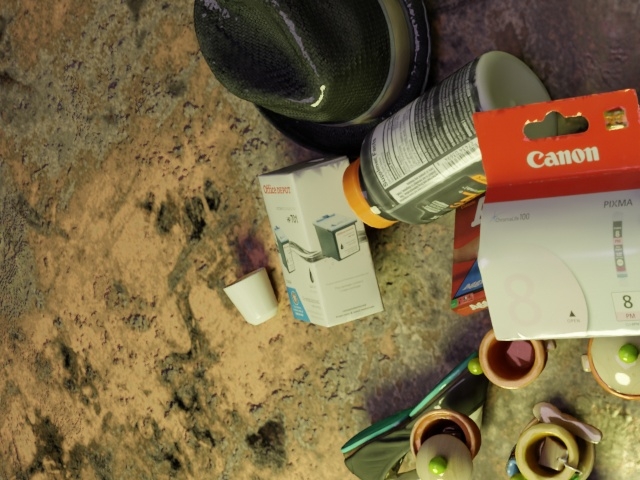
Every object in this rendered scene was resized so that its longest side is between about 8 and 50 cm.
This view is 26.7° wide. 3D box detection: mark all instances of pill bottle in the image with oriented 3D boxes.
[{"bbox_3d":[0.133,-0.100,1.503,0.246,0.130,0.130,-31,82,42],"label":"pill bottle"}]

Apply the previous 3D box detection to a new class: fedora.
[{"bbox_3d":[-0.037,-0.240,1.591,0.334,0.152,0.334,14,112,38],"label":"fedora"}]

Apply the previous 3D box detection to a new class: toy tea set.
[{"bbox_3d":[0.235,0.156,1.431,0.200,0.124,0.336,41,102,19],"label":"toy tea set"}]

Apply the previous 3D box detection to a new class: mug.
[{"bbox_3d":[-0.086,0.076,1.806,0.062,0.078,0.064,-28,94,10],"label":"mug"}]

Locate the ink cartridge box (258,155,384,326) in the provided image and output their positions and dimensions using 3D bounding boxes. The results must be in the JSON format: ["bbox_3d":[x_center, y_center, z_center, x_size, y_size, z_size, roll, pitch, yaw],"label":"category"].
[{"bbox_3d":[0.000,0.000,1.646,0.139,0.082,0.190,-176,70,-71],"label":"ink cartridge box"}]

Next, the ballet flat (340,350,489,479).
[{"bbox_3d":[0.135,0.228,1.635,0.096,0.095,0.280,51,136,4],"label":"ballet flat"}]

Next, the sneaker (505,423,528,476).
[{"bbox_3d":[0.269,0.321,1.542,0.083,0.087,0.221,-29,87,44],"label":"sneaker"}]

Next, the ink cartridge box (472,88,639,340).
[{"bbox_3d":[0.240,-0.018,1.333,0.189,0.066,0.232,-6,109,37],"label":"ink cartridge box"}]

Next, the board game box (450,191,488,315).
[{"bbox_3d":[0.253,-0.024,1.439,0.281,0.027,0.145,-24,48,42],"label":"board game box"}]
